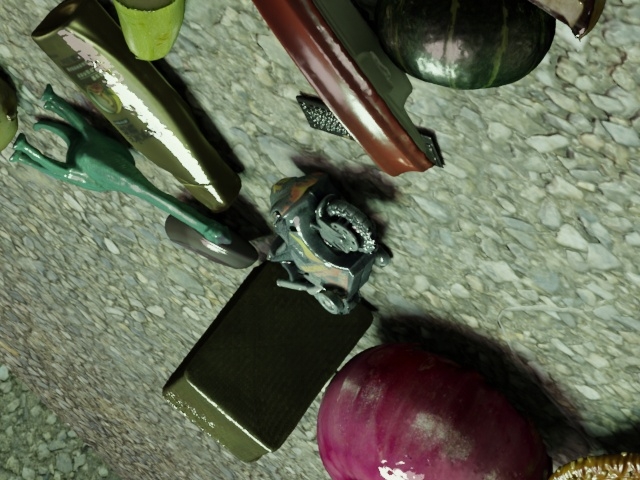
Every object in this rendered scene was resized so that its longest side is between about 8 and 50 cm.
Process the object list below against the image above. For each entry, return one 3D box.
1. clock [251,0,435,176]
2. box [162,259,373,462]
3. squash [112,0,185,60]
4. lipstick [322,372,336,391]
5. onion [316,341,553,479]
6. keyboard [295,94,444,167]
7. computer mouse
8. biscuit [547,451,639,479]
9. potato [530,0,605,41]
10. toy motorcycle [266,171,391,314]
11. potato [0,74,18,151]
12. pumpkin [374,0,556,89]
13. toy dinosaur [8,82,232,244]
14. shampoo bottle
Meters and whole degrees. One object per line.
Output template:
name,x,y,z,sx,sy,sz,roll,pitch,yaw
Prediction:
clock,0.019,-0.202,1.455,0.318,0.080,0.318,52,-170,-13
box,-0.075,0.166,2.161,0.184,0.273,0.143,40,155,-6
squash,-0.212,-0.271,1.788,0.094,0.094,0.224,34,162,4
lipstick,0.000,0.230,2.463,0.130,0.038,0.038,24,153,24
onion,0.139,0.315,2.121,0.358,0.345,0.358,42,146,38
keyboard,0.057,-0.131,1.765,0.198,0.010,0.064,20,153,32
computer mouse,-0.163,-0.003,2.196,0.120,0.057,0.232,28,175,-17
biscuit,0.451,0.365,1.997,0.305,0.038,0.305,11,149,6
potato,0.171,-0.286,1.272,0.261,0.100,0.120,40,123,27
toy motorcycle,0.000,0.000,1.977,0.173,0.108,0.307,41,158,10
potato,-0.565,-0.221,2.242,0.165,0.165,0.262,17,156,37
pumpkin,0.132,-0.203,1.347,0.167,0.167,0.125,24,136,25
toy dinosaur,-0.287,-0.089,2.173,0.331,0.129,0.383,31,179,-9
shampoo bottle,-0.233,-0.176,1.980,0.125,0.084,0.350,-3,136,49
